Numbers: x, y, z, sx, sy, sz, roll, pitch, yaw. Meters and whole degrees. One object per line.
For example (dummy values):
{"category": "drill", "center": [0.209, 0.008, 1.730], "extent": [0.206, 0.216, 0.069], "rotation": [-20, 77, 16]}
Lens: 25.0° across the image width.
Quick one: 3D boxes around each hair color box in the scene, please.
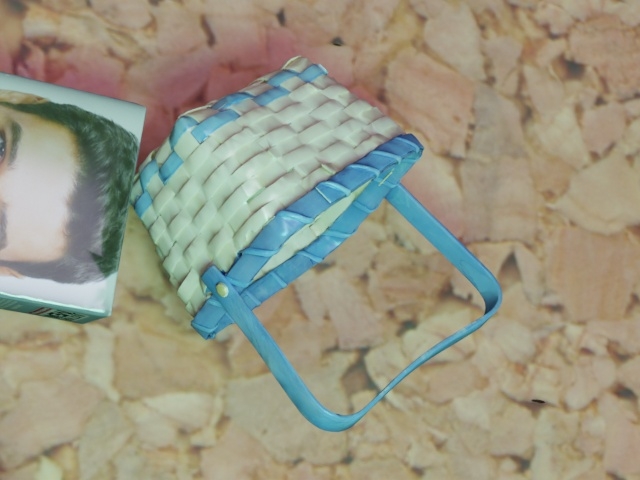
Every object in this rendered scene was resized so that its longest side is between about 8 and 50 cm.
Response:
{"category": "hair color box", "center": [-0.348, -0.056, 1.186], "extent": [0.374, 0.113, 0.185], "rotation": [12, 79, -20]}

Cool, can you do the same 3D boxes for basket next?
{"category": "basket", "center": [0.000, 0.000, 1.248], "extent": [0.289, 0.201, 0.254], "rotation": [47, 44, 13]}
